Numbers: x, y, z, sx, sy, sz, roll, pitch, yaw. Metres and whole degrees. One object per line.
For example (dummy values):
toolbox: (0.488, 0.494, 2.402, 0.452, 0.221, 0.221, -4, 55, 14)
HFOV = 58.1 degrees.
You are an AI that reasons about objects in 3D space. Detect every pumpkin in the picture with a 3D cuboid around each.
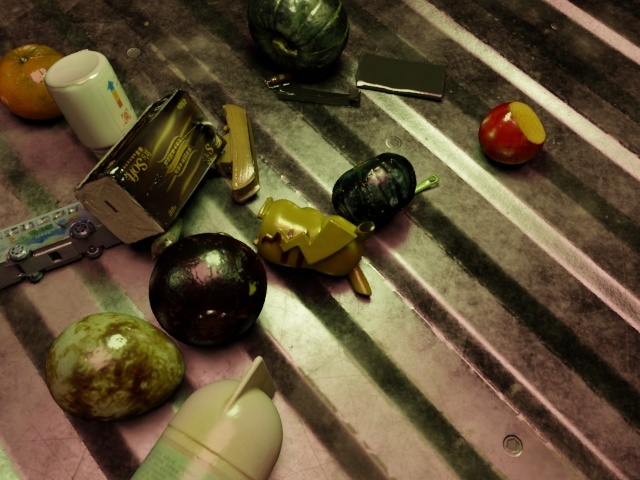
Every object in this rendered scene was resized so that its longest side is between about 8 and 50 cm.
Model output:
pumpkin: (-0.067, -0.662, 1.740, 0.323, 0.323, 0.241, 33, 73, 15)
pumpkin: (0.143, -0.135, 1.518, 0.233, 0.233, 0.163, -33, 94, -18)

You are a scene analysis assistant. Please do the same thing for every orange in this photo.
orange: (-0.829, -0.467, 1.688, 0.240, 0.171, 0.240, 2, 62, -3)

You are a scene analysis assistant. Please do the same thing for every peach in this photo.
peach: (0.551, -0.313, 1.649, 0.190, 0.192, 0.190, 0, 73, -1)

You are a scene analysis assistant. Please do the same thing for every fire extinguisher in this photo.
fire extinguisher: (-0.131, -0.499, 1.819, 0.100, 0.032, 0.046, -22, 99, -13)

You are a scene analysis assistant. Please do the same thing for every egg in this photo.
egg: (-0.446, 0.280, 1.267, 0.289, 0.238, 0.238, 13, 59, -21)

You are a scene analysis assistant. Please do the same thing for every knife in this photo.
knife: (0.263, -0.146, 1.640, 0.166, 0.023, 0.078, -28, 73, -14)

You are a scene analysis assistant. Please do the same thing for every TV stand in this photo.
TV stand: (-0.003, -0.455, 1.784, 0.256, 0.040, 0.049, 6, 69, 1)

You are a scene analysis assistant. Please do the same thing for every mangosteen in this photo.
mangosteen: (-0.263, 0.105, 1.356, 0.287, 0.288, 0.288, 1, 62, -2)

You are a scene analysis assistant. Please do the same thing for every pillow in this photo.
pillow: (-0.393, -0.004, 1.463, 0.051, 0.241, 0.093, 40, 96, -19)

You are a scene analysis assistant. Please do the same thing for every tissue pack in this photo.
tissue pack: (-0.431, -0.188, 1.472, 0.198, 0.210, 0.370, -9, 42, 35)

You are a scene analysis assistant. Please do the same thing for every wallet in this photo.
wallet: (0.256, -0.526, 1.844, 0.285, 0.030, 0.146, 10, 65, 5)

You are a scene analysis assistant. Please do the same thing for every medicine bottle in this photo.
medicine bottle: (-0.217, 0.443, 1.183, 0.235, 0.236, 0.406, 28, 64, 12)
medicine bottle: (-0.591, -0.341, 1.546, 0.170, 0.293, 0.170, -7, 49, 8)

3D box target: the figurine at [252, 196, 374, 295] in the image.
figurine: (-0.007, -0.002, 1.459, 0.326, 0.218, 0.169, 11, 38, 0)

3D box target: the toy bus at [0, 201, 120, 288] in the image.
toy bus: (-0.690, 0.000, 1.484, 0.329, 0.109, 0.136, -23, 55, -15)

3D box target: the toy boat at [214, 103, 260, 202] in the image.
toy boat: (-0.247, -0.257, 1.647, 0.121, 0.089, 0.321, -16, 62, 7)
